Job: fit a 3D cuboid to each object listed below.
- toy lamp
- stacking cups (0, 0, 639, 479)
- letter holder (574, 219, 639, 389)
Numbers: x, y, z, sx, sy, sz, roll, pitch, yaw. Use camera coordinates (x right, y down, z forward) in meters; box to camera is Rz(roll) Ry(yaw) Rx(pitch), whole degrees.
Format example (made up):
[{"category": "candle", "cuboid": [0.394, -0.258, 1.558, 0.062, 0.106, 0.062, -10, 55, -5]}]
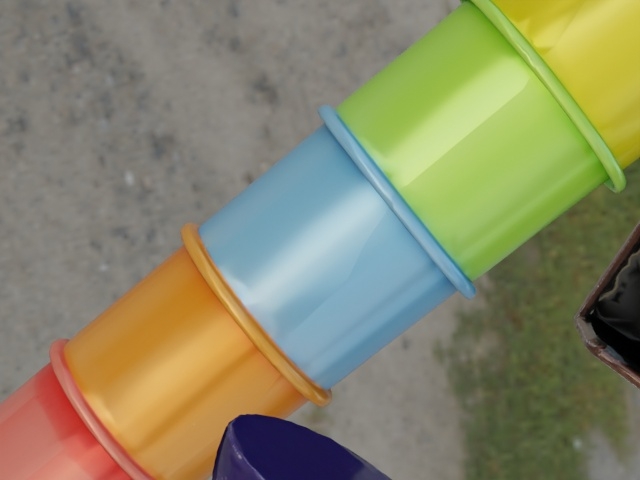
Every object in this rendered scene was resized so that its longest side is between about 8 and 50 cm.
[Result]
[{"category": "toy lamp", "cuboid": [-0.065, 0.181, 0.503, 0.080, 0.080, 0.275, 14, 110, -54]}, {"category": "stacking cups", "cuboid": [0.000, 0.000, 0.624, 0.096, 0.316, 0.096, 53, 6, -8]}, {"category": "letter holder", "cuboid": [0.295, 0.079, 0.888, 0.302, 0.152, 0.214, 34, 9, 0]}]
